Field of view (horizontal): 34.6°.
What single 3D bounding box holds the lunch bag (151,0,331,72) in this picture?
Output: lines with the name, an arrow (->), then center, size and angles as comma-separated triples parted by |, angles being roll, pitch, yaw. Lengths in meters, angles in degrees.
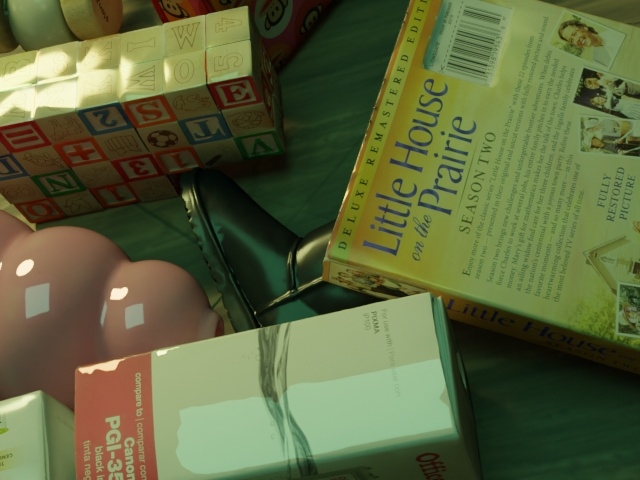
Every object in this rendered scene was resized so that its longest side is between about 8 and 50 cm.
lunch bag -> -0.062, -0.336, 1.066 | 0.120, 0.258, 0.293 | 26, 71, 25

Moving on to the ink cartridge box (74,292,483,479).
ink cartridge box -> -0.022, 0.155, 0.816 | 0.283, 0.207, 0.117 | -12, 61, 9

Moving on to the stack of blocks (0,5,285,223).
stack of blocks -> -0.190, -0.119, 1.033 | 0.297, 0.171, 0.087 | -10, 60, 9

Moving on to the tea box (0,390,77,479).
tea box -> -0.306, 0.333, 0.790 | 0.329, 0.220, 0.323 | -15, 58, 7

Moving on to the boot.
boot -> 0.000, 0.000, 0.959 | 0.207, 0.094, 0.246 | -27, 65, 4

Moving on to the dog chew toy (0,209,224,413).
dog chew toy -> -0.253, 0.074, 0.937 | 0.332, 0.206, 0.206 | 5, 63, 9

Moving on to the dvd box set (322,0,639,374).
dvd box set -> 0.244, -0.047, 0.877 | 0.421, 0.062, 0.307 | 16, 66, 5

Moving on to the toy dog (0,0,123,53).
toy dog -> -0.275, -0.297, 1.193 | 0.220, 0.161, 0.333 | 14, 52, 24
